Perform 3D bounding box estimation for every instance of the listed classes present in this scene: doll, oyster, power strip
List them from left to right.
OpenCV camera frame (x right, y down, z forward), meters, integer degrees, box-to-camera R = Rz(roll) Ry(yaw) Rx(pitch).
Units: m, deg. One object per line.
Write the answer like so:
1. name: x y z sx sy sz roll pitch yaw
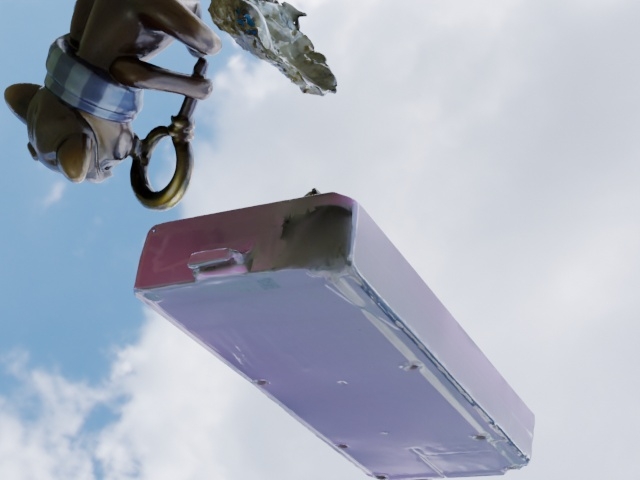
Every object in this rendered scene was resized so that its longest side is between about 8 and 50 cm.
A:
1. doll: -0.285 -0.236 1.494 0.318 0.209 0.340 34 -85 20
2. oyster: -0.073 -0.335 1.780 0.083 0.214 0.223 -44 -122 30
3. power strip: 0.021 0.063 0.527 0.109 0.279 0.038 -10 -125 27

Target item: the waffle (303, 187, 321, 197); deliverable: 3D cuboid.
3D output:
1. waffle: 0.000 0.000 0.846 0.097 0.023 0.152 -50 -157 -13
